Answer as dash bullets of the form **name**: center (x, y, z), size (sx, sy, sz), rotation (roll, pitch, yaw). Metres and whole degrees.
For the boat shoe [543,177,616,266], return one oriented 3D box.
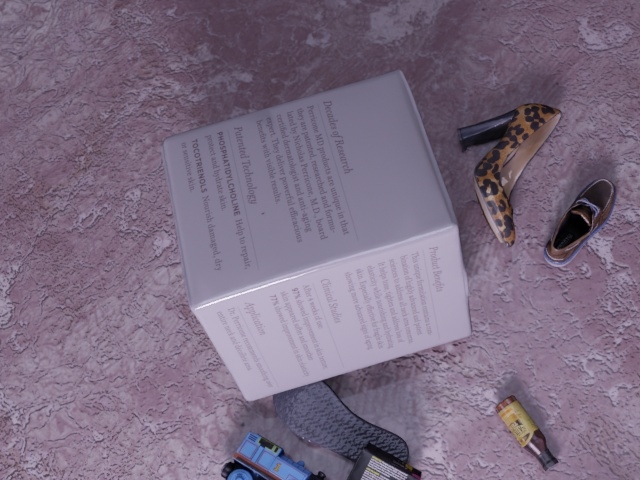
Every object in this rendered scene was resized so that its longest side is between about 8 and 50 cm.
- **boat shoe**: center (0.448, -0.036, 1.717), size (0.066, 0.066, 0.183), rotation (31, 77, 17)

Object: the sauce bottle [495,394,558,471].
- **sauce bottle**: center (0.333, 0.310, 1.619), size (0.042, 0.042, 0.128), rotation (-34, 68, -5)

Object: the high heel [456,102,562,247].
- **high heel**: center (0.354, -0.120, 1.743), size (0.186, 0.093, 0.261), rotation (-17, 60, 8)

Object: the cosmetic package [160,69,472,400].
- **cosmetic package**: center (0.000, 0.000, 1.595), size (0.394, 0.329, 0.327), rotation (-16, 55, 1)

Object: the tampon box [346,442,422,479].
- **tampon box**: center (0.077, 0.409, 1.557), size (0.101, 0.120, 0.161), rotation (28, 88, 8)

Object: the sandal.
- **sandal**: center (0.026, 0.306, 1.663), size (0.254, 0.054, 0.097), rotation (35, 85, 8)

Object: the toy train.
- **toy train**: center (-0.069, 0.392, 1.626), size (0.184, 0.080, 0.105), rotation (27, 70, 16)
